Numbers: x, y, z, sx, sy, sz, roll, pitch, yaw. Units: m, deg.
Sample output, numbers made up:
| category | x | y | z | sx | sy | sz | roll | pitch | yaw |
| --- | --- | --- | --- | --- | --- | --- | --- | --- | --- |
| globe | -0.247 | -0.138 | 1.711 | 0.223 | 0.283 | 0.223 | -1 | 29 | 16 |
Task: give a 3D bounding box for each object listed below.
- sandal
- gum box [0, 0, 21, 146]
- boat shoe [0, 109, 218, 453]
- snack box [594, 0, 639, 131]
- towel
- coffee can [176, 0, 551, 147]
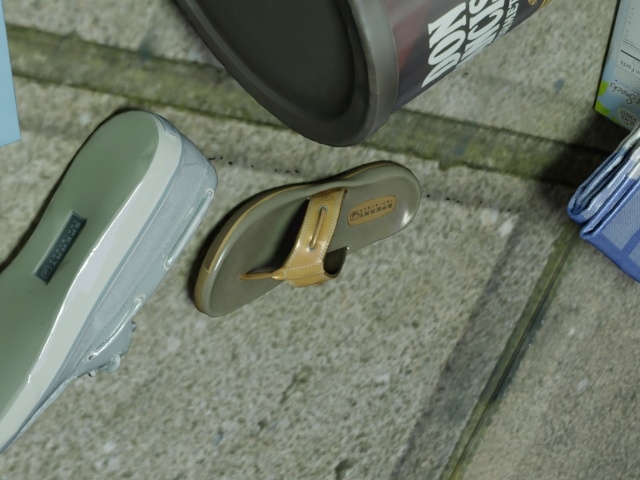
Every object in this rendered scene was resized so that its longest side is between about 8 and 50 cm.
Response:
| category | x | y | z | sx | sy | sz | roll | pitch | yaw |
| --- | --- | --- | --- | --- | --- | --- | --- | --- | --- |
| sandal | 0.000 | 0.000 | 1.020 | 0.180 | 0.049 | 0.072 | -22 | 132 | -31 |
| gum box | -0.223 | -0.105 | 0.737 | 0.157 | 0.041 | 0.184 | -24 | 132 | -29 |
| boat shoe | -0.132 | 0.038 | 0.901 | 0.081 | 0.079 | 0.227 | 33 | 91 | -46 |
| snack box | 0.293 | -0.184 | 1.142 | 0.174 | 0.070 | 0.207 | -17 | 129 | -34 |
| towel | 0.303 | -0.088 | 1.149 | 0.285 | 0.034 | 0.209 | -51 | 145 | 6 |
| coffee can | 0.065 | -0.204 | 0.810 | 0.275 | 0.201 | 0.201 | -36 | 138 | -18 |
